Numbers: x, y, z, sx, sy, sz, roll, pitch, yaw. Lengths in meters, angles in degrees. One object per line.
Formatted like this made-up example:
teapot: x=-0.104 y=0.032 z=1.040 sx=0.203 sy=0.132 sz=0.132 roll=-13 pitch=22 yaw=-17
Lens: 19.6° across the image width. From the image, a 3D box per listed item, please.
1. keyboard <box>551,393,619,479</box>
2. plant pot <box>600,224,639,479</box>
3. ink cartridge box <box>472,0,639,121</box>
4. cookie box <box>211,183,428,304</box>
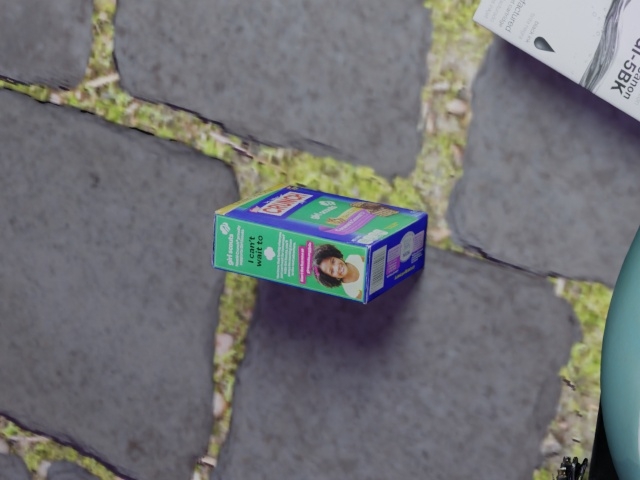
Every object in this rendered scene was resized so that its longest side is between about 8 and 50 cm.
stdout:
keyboard: x=0.186 y=0.166 z=1.153 sx=0.100 sy=0.038 sz=0.192 roll=6 pitch=109 yaw=1
plant pot: x=0.275 y=0.069 z=0.937 sx=0.293 sy=0.235 sz=0.293 roll=6 pitch=106 yaw=21
ink cartridge box: x=0.170 y=-0.135 z=1.041 sx=0.135 sy=0.056 sz=0.099 roll=33 pitch=117 yaw=15
cookie box: x=0.000 y=0.000 z=1.153 sx=0.107 sy=0.092 sz=0.040 roll=12 pitch=108 yaw=23
